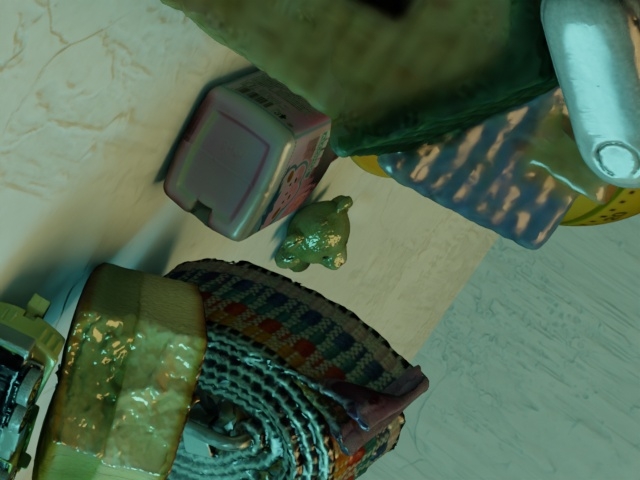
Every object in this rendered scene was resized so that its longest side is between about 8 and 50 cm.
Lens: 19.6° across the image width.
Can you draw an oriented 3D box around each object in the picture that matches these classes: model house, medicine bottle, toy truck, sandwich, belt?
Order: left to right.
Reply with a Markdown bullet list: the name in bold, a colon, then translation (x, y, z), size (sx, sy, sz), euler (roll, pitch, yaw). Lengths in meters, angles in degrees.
- **toy truck**: translation (-0.247, 0.116, 1.432), size (0.100, 0.077, 0.169), euler (-62, 175, -49)
- **sandwich**: translation (-0.151, 0.092, 1.480), size (0.186, 0.108, 0.220), euler (122, -17, -62)
- **belt**: translation (-0.072, 0.147, 1.676), size (0.160, 0.295, 0.207), euler (-37, 145, -50)
- **medicine bottle**: translation (-0.045, -0.082, 1.613), size (0.119, 0.094, 0.188), euler (-61, 167, 24)
- **model house**: translation (0.097, -0.197, 1.245), size (0.334, 0.342, 0.382), euler (-56, 168, 15)

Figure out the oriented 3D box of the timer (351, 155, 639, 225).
- **timer**: translation (0.246, -0.187, 2.010), size (0.387, 0.376, 0.376), euler (11, 124, -29)

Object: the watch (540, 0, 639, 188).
- **watch**: translation (0.194, -0.144, 1.081), size (0.193, 0.068, 0.206), euler (-58, 136, -38)

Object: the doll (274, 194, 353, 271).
- **doll**: translation (0.000, 0.000, 2.111), size (0.115, 0.077, 0.150), euler (-42, 178, -10)
